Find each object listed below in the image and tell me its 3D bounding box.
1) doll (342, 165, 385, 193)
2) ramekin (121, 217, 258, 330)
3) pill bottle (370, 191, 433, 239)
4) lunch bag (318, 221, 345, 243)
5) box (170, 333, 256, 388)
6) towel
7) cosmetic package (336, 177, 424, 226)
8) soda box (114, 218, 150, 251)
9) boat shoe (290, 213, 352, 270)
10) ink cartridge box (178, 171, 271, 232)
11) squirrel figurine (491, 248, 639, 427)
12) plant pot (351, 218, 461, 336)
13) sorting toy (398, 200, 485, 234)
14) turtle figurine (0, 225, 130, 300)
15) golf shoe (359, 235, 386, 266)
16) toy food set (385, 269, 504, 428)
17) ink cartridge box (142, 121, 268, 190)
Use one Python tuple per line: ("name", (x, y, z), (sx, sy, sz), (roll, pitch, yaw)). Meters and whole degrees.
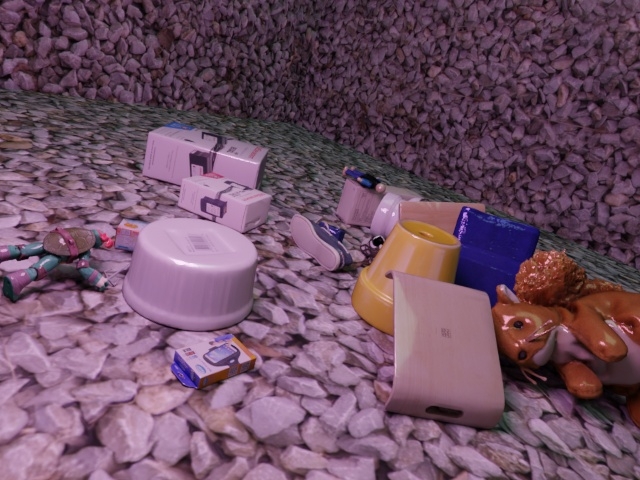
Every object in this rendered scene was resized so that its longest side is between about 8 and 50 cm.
("doll", (0.174, -0.228, 1.730), (0.129, 0.046, 0.189), (-5, 30, -42))
("ramekin", (-0.266, 0.058, 0.985), (0.277, 0.135, 0.277), (15, 21, -6))
("pill bottle", (0.370, -0.025, 1.578), (0.363, 0.210, 0.210), (25, 22, 20))
("lunch bag", (0.032, -0.014, 1.499), (0.098, 0.065, 0.067), (24, 6, 21))
("box", (-0.190, 0.210, 0.809), (0.081, 0.028, 0.136), (32, 24, 34))
("towel", (0.462, 0.077, 1.301), (0.228, 0.308, 0.076), (19, -9, 9))
("cosmetic package", (0.238, -0.137, 1.837), (0.309, 0.160, 0.113), (8, 22, -25))
("soda box", (-0.402, 0.000, 1.134), (0.183, 0.058, 0.063), (13, 21, -13))
("boat shoe", (0.000, 0.000, 1.393), (0.079, 0.095, 0.254), (-4, 30, -40))
("ink cartridge box", (-0.300, -0.126, 1.472), (0.237, 0.100, 0.172), (22, 22, 15))
("squirrel figurine", (0.581, 0.203, 1.115), (0.370, 0.281, 0.397), (4, 30, 9))
("plant pot", (0.230, 0.084, 1.155), (0.254, 0.239, 0.254), (15, 20, -5))
("sorting toy", (0.355, 0.020, 1.381), (0.257, 0.255, 0.089), (2, -8, -5))
("turtle figurine", (-0.511, 0.028, 0.914), (0.175, 0.118, 0.234), (28, 29, 27))
("golf shoe", (0.183, 0.020, 1.487), (0.077, 0.094, 0.198), (11, 20, -13))
("toy food set", (0.235, 0.208, 0.936), (0.220, 0.092, 0.306), (14, 51, -9))
("ink cartridge box", (-0.411, -0.295, 1.725), (0.395, 0.166, 0.285), (15, 21, -5))
